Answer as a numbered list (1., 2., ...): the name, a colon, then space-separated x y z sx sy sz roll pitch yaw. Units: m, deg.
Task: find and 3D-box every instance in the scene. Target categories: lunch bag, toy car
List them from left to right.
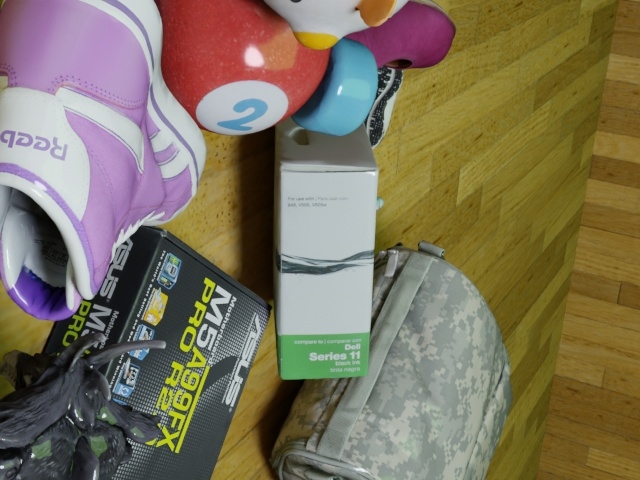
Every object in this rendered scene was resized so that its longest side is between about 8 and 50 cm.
1. toy car: -0.012 -0.160 0.592 0.219 0.238 0.210 9 97 -33
2. lunch bag: 0.083 0.185 1.108 0.305 0.213 0.256 -61 153 -31

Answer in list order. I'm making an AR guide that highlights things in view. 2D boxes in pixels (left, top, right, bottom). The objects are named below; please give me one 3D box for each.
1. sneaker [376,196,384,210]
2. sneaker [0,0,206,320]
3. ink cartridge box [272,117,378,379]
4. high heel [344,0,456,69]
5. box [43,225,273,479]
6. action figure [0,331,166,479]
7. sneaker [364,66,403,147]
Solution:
1. sneaker: 0.035 -0.017 1.111 0.098 0.038 0.069 -12 116 -53
2. sneaker: -0.141 -0.024 0.573 0.282 0.102 0.161 82 17 -73
3. ink cartridge box: 0.000 0.000 0.907 0.153 0.087 0.208 -98 -171 -63
4. high heel: 0.008 -0.166 0.898 0.377 0.127 0.181 10 106 -61
5. box: -0.145 0.141 0.778 0.270 0.060 0.216 -70 155 -13
6. action figure: -0.202 0.151 0.574 0.275 0.141 0.164 -61 155 7
7. sneaker: 0.064 -0.152 1.101 0.044 0.040 0.109 45 65 -81
